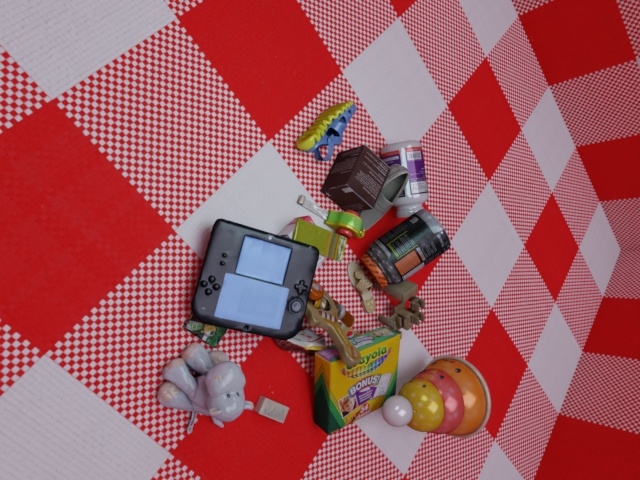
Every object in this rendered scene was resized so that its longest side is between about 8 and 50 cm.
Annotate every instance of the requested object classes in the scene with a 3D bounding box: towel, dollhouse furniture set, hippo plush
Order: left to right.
[{"bbox_3d":[-0.350,0.470,1.419,0.235,0.237,0.294,5,85,-37],"label":"hippo plush"},{"bbox_3d":[0.000,0.000,1.722,0.237,0.021,0.102,22,72,-36],"label":"towel"},{"bbox_3d":[0.329,0.283,2.037,0.212,0.161,0.242,-27,126,-35],"label":"dollhouse furniture set"}]

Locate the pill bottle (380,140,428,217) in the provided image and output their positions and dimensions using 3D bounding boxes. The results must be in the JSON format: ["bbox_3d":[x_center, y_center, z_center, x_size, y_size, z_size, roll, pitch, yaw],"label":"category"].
[{"bbox_3d":[0.373,-0.266,2.044,0.182,0.182,0.322,-11,95,-37],"label":"pill bottle"}]

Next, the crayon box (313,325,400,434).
[{"bbox_3d":[0.146,0.537,1.821,0.363,0.106,0.312,-13,114,-37],"label":"crayon box"}]

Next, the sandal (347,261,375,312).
[{"bbox_3d":[0.194,0.195,1.946,0.088,0.079,0.239,-31,106,-34],"label":"sandal"}]

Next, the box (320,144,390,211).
[{"bbox_3d":[0.142,-0.246,1.875,0.167,0.169,0.203,37,67,-31],"label":"box"}]

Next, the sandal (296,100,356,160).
[{"bbox_3d":[0.040,-0.431,1.848,0.317,0.126,0.138,-49,119,-19],"label":"sandal"}]

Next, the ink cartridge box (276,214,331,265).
[{"bbox_3d":[-0.096,0.046,1.721,0.237,0.100,0.172,-45,113,-31],"label":"ink cartridge box"}]

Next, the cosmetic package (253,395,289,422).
[{"bbox_3d":[-0.175,0.605,1.667,0.115,0.041,0.060,37,67,-30],"label":"cosmetic package"}]

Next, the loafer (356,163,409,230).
[{"bbox_3d":[0.252,-0.171,1.920,0.112,0.111,0.319,27,103,-21],"label":"loafer"}]

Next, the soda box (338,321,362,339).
[{"bbox_3d":[0.118,0.392,1.888,0.181,0.061,0.058,37,67,-30],"label":"soda box"}]

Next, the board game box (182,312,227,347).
[{"bbox_3d":[-0.338,0.217,1.574,0.136,0.030,0.259,43,64,-29],"label":"board game box"}]

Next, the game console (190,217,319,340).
[{"bbox_3d":[-0.211,0.138,1.555,0.387,0.060,0.341,17,86,-23],"label":"game console"}]

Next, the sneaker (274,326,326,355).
[{"bbox_3d":[-0.077,0.369,1.741,0.225,0.088,0.092,21,55,-35],"label":"sneaker"}]

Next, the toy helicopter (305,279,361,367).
[{"bbox_3d":[0.044,0.306,1.717,0.235,0.140,0.355,6,44,-54],"label":"toy helicopter"}]

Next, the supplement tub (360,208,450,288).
[{"bbox_3d":[0.347,0.040,1.929,0.338,0.207,0.207,-34,110,-2],"label":"supplement tub"}]

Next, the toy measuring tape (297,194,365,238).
[{"bbox_3d":[0.065,-0.093,1.844,0.330,0.121,0.121,31,70,-32],"label":"toy measuring tape"}]

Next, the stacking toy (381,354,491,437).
[{"bbox_3d":[0.439,0.673,1.913,0.480,0.351,0.350,4,85,-42],"label":"stacking toy"}]
